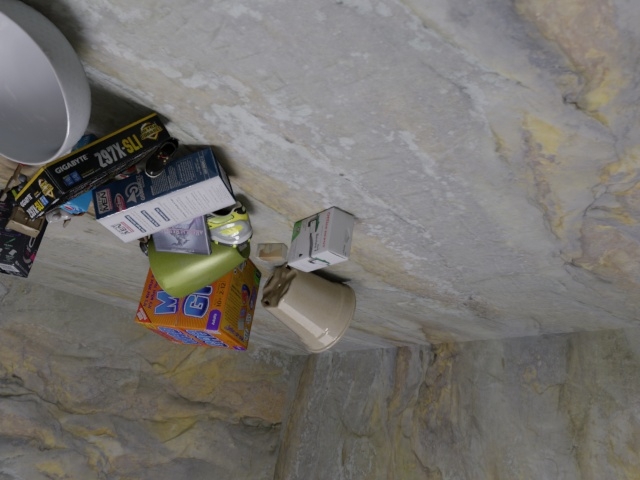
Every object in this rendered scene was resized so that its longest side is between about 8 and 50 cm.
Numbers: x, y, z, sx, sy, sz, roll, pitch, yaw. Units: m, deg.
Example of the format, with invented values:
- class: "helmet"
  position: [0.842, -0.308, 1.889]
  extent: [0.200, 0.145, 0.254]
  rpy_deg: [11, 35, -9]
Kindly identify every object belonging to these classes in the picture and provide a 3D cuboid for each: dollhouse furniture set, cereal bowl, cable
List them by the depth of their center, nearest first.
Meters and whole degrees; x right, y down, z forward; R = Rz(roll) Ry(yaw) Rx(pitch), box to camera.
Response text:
- class: "cereal bowl"
  position: [-0.610, -0.334, 1.073]
  extent: [0.338, 0.141, 0.339]
  rpy_deg: [12, 126, 17]
- class: "dollhouse furniture set"
  position: [-0.951, -0.150, 1.773]
  extent: [0.212, 0.161, 0.242]
  rpy_deg: [29, 129, -33]
- class: "cable"
  position: [-0.609, 0.003, 1.955]
  extent: [0.072, 0.140, 0.287]
  rpy_deg: [-25, 174, -3]

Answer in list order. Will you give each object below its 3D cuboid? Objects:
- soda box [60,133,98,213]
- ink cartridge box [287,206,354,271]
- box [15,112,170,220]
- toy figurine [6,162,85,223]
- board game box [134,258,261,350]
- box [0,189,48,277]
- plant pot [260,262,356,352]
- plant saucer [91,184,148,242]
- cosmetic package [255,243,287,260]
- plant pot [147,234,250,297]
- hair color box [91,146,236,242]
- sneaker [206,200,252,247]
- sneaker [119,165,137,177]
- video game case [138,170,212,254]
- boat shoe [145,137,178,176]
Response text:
- class: "soda box"
  position: [-0.661, -0.184, 1.441]
  extent: [0.067, 0.210, 0.071]
  rpy_deg: [-4, 154, 28]
- class: "ink cartridge box"
  position: [0.000, 0.000, 1.717]
  extent: [0.092, 0.160, 0.219]
  rpy_deg: [23, 152, -32]
- class: "box"
  position: [-0.561, -0.184, 1.295]
  extent: [0.257, 0.322, 0.079]
  rpy_deg: [-15, 111, 46]
- class: "toy figurine"
  position: [-0.776, -0.168, 1.527]
  extent: [0.148, 0.210, 0.213]
  rpy_deg: [-14, 148, 23]
- class: "board game box"
  position: [-0.494, 0.235, 2.196]
  extent: [0.356, 0.356, 0.356]
  rpy_deg: [3, 157, 12]
- class: "box"
  position: [-1.123, -0.022, 1.914]
  extent: [0.143, 0.270, 0.165]
  rpy_deg: [12, 158, -8]
- class: "plant pot"
  position: [-0.073, 0.261, 2.218]
  extent: [0.305, 0.334, 0.333]
  rpy_deg: [35, 147, -28]
- class: "plant saucer"
  position: [-0.679, -0.098, 1.744]
  extent: [0.278, 0.041, 0.278]
  rpy_deg: [32, 159, 14]
- class: "cosmetic package"
  position: [-0.190, 0.046, 2.025]
  extent: [0.115, 0.060, 0.041]
  rpy_deg: [-3, 155, 22]
- class: "plant pot"
  position: [-0.413, 0.039, 1.876]
  extent: [0.293, 0.275, 0.275]
  rpy_deg: [-17, 150, 17]
- class: "hair color box"
  position: [-0.433, -0.123, 1.464]
  extent: [0.347, 0.105, 0.174]
  rpy_deg: [-20, 156, -1]
- class: "sneaker"
  position: [-0.407, -0.095, 1.717]
  extent: [0.384, 0.145, 0.147]
  rpy_deg: [9, 126, 7]
- class: "sneaker"
  position: [-0.621, -0.234, 1.530]
  extent: [0.161, 0.057, 0.075]
  rpy_deg: [11, 141, -4]
- class: "video game case"
  position: [-0.453, -0.083, 1.639]
  extent: [0.196, 0.026, 0.274]
  rpy_deg: [4, 118, 13]
- class: "boat shoe"
  position: [-0.419, -0.221, 1.378]
  extent: [0.049, 0.133, 0.042]
  rpy_deg: [36, 141, -16]
